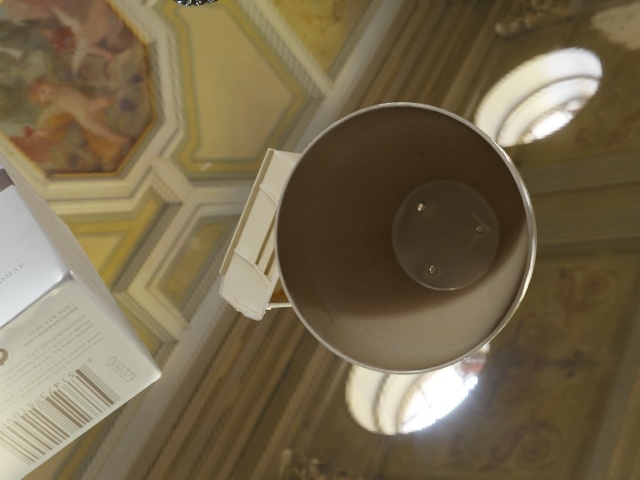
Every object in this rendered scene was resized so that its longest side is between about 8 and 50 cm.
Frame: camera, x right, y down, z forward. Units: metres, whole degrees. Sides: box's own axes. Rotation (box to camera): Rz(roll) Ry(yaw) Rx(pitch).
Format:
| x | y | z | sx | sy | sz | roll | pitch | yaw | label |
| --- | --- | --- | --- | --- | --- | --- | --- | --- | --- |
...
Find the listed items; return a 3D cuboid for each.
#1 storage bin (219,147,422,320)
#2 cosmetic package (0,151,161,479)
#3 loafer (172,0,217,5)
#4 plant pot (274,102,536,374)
| x | y | z | sx | sy | sz | roll | pitch | yaw | label |
| --- | --- | --- | --- | --- | --- | --- | --- | --- | --- |
| 0.000 | 0.000 | 1.603 | 0.262 | 0.123 | 0.260 | 2 | -62 | -48 | storage bin |
| -0.240 | 0.048 | 0.721 | 0.151 | 0.183 | 0.151 | -37 | -35 | -8 | cosmetic package |
| -0.135 | -0.296 | 0.733 | 0.366 | 0.134 | 0.130 | 61 | -170 | -77 | loafer |
| 0.116 | -0.003 | 1.134 | 0.191 | 0.284 | 0.284 | -2 | -93 | -66 | plant pot |
